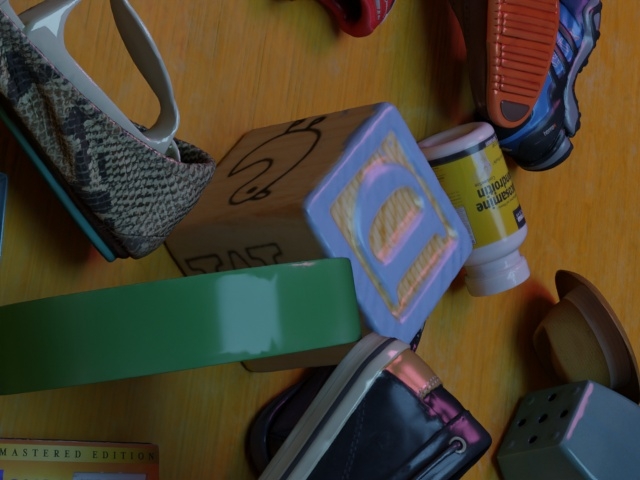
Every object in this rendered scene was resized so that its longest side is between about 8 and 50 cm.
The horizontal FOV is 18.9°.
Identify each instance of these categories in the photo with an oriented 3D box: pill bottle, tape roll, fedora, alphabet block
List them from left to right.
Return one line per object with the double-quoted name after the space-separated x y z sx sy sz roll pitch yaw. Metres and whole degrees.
-0.127 0.074 1.662 0.321 0.321 0.077 -6 86 -49 "tape roll"
0.000 0.000 1.915 0.192 0.197 0.193 -51 120 -41 "alphabet block"
0.175 -0.034 2.188 0.103 0.103 0.184 -34 108 -46 "pill bottle"
0.307 0.129 2.295 0.079 0.194 0.194 -28 107 -12 "fedora"

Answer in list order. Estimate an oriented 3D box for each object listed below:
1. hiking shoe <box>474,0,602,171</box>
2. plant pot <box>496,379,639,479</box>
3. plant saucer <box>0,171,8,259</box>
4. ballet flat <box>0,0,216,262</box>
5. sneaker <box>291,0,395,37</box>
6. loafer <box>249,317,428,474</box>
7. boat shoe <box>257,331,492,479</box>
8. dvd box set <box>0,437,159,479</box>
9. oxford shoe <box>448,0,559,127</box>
0.258 -0.240 2.312 0.132 0.113 0.304 23 66 -44 "hiking shoe"
0.330 0.283 2.266 0.234 0.165 0.166 48 50 -21 "plant pot"
-0.313 0.028 1.693 0.067 0.018 0.192 17 70 -46 "plant saucer"
-0.260 -0.177 1.667 0.182 0.164 0.483 -44 125 0 "ballet flat"
-0.014 -0.313 2.033 0.279 0.107 0.118 37 66 -35 "sneaker"
0.044 0.150 2.012 0.302 0.095 0.109 -46 117 -43 "loafer"
-0.030 0.318 1.623 0.500 0.156 0.187 -56 171 -5 "boat shoe"
-0.266 0.379 1.647 0.307 0.062 0.420 8 78 -47 "dvd box set"
0.190 -0.306 2.238 0.130 0.132 0.364 10 78 -51 "oxford shoe"
